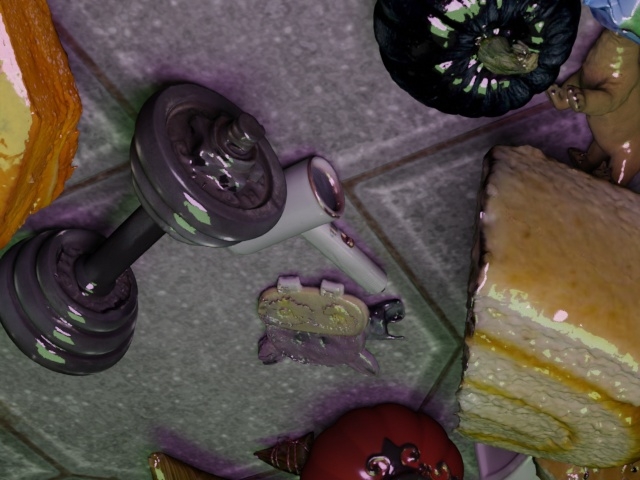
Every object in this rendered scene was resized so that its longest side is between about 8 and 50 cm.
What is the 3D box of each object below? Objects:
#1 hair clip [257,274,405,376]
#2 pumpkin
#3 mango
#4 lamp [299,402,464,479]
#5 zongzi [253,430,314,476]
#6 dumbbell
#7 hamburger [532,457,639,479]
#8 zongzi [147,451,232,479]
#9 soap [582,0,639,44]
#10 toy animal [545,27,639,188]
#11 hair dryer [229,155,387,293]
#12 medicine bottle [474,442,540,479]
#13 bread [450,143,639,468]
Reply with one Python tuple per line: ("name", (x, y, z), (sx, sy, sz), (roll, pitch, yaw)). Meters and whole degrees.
("hair clip", (0.009, 0.100, 1.584), (0.187, 0.056, 0.146), (-2, 131, 4))
("pumpkin", (0.142, -0.201, 1.194), (0.194, 0.150, 0.194), (12, 131, 14))
("mango", (-0.324, -0.146, 1.206), (0.199, 0.201, 0.350), (-20, 133, -20))
("lamp", (0.085, 0.327, 1.717), (0.227, 0.227, 0.227), (-1, 138, -1))
("zongzi", (-0.054, 0.298, 1.802), (0.073, 0.067, 0.083), (16, 153, -28))
("dumbbell", (-0.194, -0.003, 1.369), (0.179, 0.179, 0.406), (28, 130, -29))
("hamburger", (0.354, 0.214, 1.571), (0.192, 0.167, 0.288), (41, 88, -23))
("zongzi", (-0.102, 0.378, 1.843), (0.286, 0.134, 0.288), (-7, 130, -3))
("soap", (0.368, -0.219, 1.191), (0.293, 0.077, 0.156), (24, 108, -28))
("toy animal", (0.292, -0.138, 1.314), (0.101, 0.103, 0.219), (-29, 132, 3))
("hair dryer", (0.000, 0.000, 1.477), (0.131, 0.073, 0.236), (-24, 143, 25))
("medicine bottle", (0.382, 0.306, 1.774), (0.324, 0.124, 0.179), (21, 127, -21))
("bread", (0.272, 0.077, 1.336), (0.264, 0.239, 0.395), (11, 157, 7))
